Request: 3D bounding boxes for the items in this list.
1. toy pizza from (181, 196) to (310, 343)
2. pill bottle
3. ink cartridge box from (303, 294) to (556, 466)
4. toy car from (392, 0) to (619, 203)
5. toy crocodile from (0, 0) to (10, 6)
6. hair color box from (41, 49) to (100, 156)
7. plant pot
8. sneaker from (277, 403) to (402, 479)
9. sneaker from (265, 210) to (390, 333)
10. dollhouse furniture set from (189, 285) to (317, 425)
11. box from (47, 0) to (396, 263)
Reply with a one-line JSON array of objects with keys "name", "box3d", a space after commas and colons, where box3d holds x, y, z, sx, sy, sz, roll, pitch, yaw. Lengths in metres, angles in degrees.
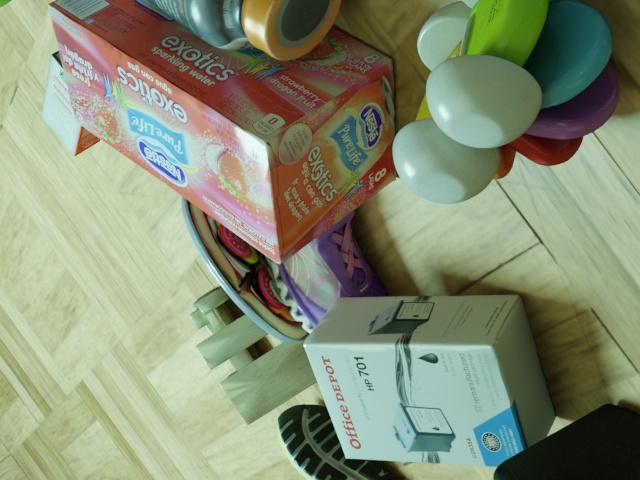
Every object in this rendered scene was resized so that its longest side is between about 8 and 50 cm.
[{"name": "toy pizza", "box3d": [-0.067, 0.016, 1.373, 0.201, 0.032, 0.201, 49, -165, -18]}, {"name": "pill bottle", "box3d": [-0.095, -0.243, 1.133, 0.246, 0.130, 0.130, 38, 148, 29]}, {"name": "ink cartridge box", "box3d": [0.099, 0.126, 1.224, 0.191, 0.082, 0.139, -4, 121, 31]}, {"name": "toy car", "box3d": [0.136, -0.109, 0.940, 0.136, 0.159, 0.182, 19, 149, -6]}, {"name": "toy crocodile", "box3d": [-0.355, -0.384, 1.408, 0.115, 0.105, 0.340, 44, 150, 19]}, {"name": "hair color box", "box3d": [-0.289, -0.167, 1.605, 0.072, 0.043, 0.141, 50, 153, 9]}, {"name": "plant pot", "box3d": [0.242, 0.248, 1.115, 0.167, 0.188, 0.187, 48, 154, 41]}, {"name": "sneaker", "box3d": [0.024, 0.278, 1.566, 0.208, 0.081, 0.094, 44, 152, 19]}, {"name": "sneaker", "box3d": [0.000, 0.000, 1.303, 0.236, 0.095, 0.104, 53, 137, 0]}, {"name": "dollhouse furniture set", "box3d": [-0.064, 0.105, 1.572, 0.144, 0.123, 0.151, 57, -173, -3]}, {"name": "box", "box3d": [-0.088, -0.134, 1.222, 0.300, 0.154, 0.142, 33, 146, 33]}]
